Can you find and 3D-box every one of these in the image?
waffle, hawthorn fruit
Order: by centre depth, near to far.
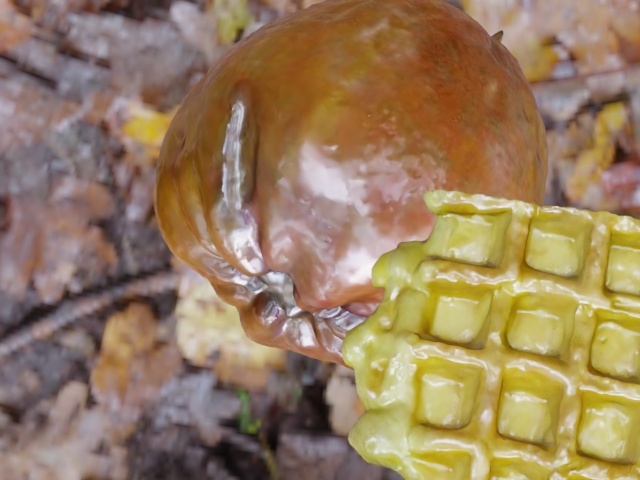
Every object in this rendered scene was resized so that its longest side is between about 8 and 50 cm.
[{"bbox_3d":[0.118,0.097,0.868,0.229,0.219,0.057,8,165,3],"label":"waffle"},{"bbox_3d":[0.040,-0.061,1.359,0.277,0.298,0.277,31,153,18],"label":"hawthorn fruit"}]
